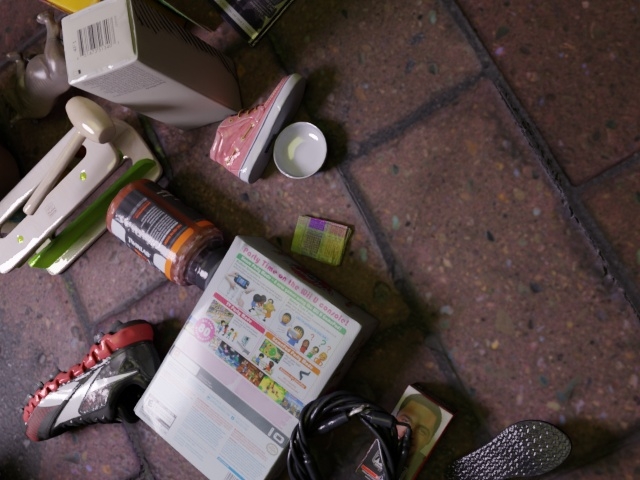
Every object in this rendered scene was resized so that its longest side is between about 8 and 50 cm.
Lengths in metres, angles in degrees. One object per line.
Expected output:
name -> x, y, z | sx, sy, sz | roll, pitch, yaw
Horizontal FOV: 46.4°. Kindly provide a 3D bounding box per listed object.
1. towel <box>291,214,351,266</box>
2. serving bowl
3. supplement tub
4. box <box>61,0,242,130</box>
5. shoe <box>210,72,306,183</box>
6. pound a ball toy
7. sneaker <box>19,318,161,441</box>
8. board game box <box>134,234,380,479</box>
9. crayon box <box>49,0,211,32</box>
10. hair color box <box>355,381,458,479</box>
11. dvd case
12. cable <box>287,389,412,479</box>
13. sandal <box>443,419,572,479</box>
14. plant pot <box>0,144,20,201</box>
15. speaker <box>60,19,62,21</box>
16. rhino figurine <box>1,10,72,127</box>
towel -> 0.000, 0.000, 1.078 | 0.083, 0.009, 0.060 | 15, 92, 22
serving bowl -> -0.026, -0.129, 1.089 | 0.083, 0.027, 0.083 | -2, 85, 20
supplement tub -> -0.218, -0.002, 1.111 | 0.198, 0.106, 0.106 | 34, 98, 21
box -> -0.224, -0.237, 1.041 | 0.113, 0.275, 0.094 | -13, 81, 19
shoe -> -0.095, -0.178, 1.100 | 0.081, 0.063, 0.178 | 32, 102, 15
pound a ball toy -> -0.399, -0.094, 1.134 | 0.319, 0.208, 0.135 | -42, 73, 14
sneaker -> -0.347, 0.244, 1.144 | 0.276, 0.098, 0.135 | -38, 71, 13
board game box -> -0.093, 0.179, 1.054 | 0.224, 0.097, 0.303 | 35, 100, 19
crayon box -> -0.350, -0.375, 1.141 | 0.319, 0.202, 0.081 | 28, 96, 22
hair color box -> 0.115, 0.268, 0.993 | 0.072, 0.043, 0.141 | 32, 97, 20
dvd case -> -0.084, -0.431, 1.142 | 0.221, 0.018, 0.164 | -46, 73, 11
cable -> 0.028, 0.288, 0.960 | 0.151, 0.047, 0.184 | 20, 103, 3
sandal -> 0.238, 0.277, 0.953 | 0.179, 0.040, 0.067 | -34, 69, 30
plant pot -> -0.624, -0.102, 1.209 | 0.263, 0.229, 0.263 | -2, 84, 21
speaker -> -0.378, -0.307, 1.225 | 0.136, 0.055, 0.055 | 42, 101, 18
rhino figurine -> -0.464, -0.260, 1.220 | 0.243, 0.073, 0.106 | -32, 86, 37
